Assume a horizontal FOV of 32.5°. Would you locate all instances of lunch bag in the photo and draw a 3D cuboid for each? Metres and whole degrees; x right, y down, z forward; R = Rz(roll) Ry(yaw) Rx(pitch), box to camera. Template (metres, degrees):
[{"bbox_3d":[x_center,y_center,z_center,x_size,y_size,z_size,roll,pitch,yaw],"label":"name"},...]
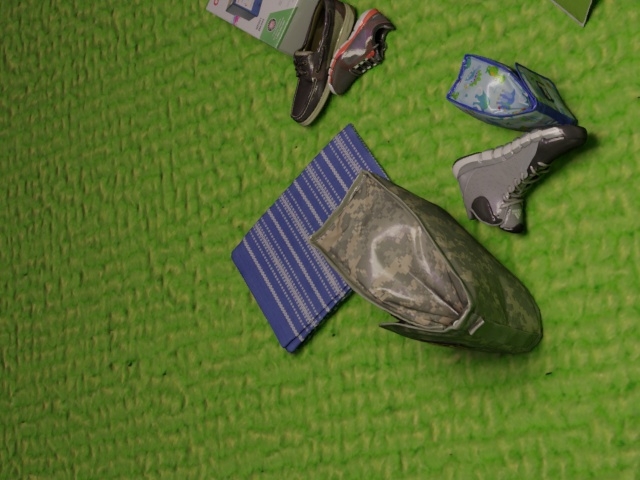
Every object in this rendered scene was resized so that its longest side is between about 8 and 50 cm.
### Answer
[{"bbox_3d":[0.163,0.060,1.574,0.169,0.235,0.287,-53,54,12],"label":"lunch bag"},{"bbox_3d":[0.283,-0.204,1.594,0.151,0.129,0.096,32,103,39],"label":"lunch bag"}]

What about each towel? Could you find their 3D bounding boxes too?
[{"bbox_3d":[0.000,0.000,1.853,0.336,0.040,0.243,-46,55,21],"label":"towel"}]

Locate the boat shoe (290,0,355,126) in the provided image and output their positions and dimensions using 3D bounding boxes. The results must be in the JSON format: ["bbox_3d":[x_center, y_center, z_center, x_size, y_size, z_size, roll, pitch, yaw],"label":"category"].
[{"bbox_3d":[-0.013,-0.309,1.878,0.080,0.073,0.223,26,96,57],"label":"boat shoe"}]

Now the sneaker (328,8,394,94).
[{"bbox_3d":[0.069,-0.307,1.833,0.065,0.061,0.158,37,108,27],"label":"sneaker"}]

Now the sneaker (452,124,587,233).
[{"bbox_3d":[0.299,-0.080,1.599,0.228,0.086,0.132,-19,75,46],"label":"sneaker"}]

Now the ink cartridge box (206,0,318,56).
[{"bbox_3d":[-0.086,-0.435,1.957,0.212,0.093,0.154,37,106,39],"label":"ink cartridge box"}]

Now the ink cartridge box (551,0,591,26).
[{"bbox_3d":[0.388,-0.473,1.591,0.189,0.097,0.255,50,147,33],"label":"ink cartridge box"}]
